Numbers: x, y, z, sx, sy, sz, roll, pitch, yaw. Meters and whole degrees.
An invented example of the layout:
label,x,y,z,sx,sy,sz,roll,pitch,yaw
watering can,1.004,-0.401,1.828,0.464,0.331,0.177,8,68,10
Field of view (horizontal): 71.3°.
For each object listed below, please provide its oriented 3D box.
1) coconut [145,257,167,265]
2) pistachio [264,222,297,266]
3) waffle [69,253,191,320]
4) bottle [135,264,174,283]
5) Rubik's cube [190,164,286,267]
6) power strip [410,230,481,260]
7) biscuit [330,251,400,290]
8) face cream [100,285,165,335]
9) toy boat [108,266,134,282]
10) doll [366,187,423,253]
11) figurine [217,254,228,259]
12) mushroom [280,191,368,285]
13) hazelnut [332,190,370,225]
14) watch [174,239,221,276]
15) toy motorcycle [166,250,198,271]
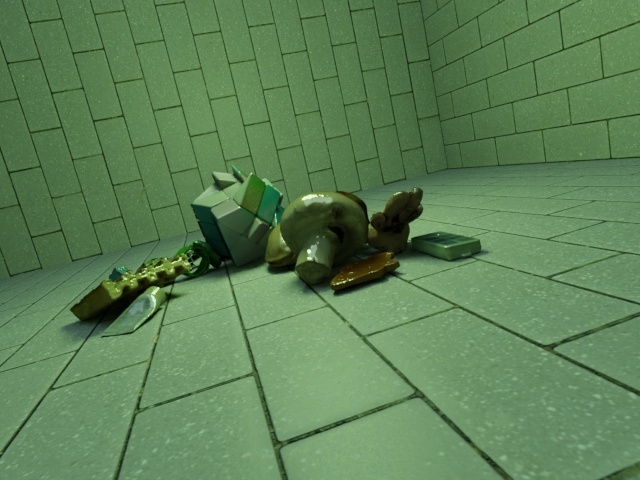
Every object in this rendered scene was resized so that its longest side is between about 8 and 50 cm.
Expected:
label,x,y,z,sx,sy,sz,roll,pitch,yaw
coconut,-0.833,0.118,2.267,0.158,0.055,0.133,-3,15,36
pistachio,-0.129,0.019,1.705,0.213,0.163,0.260,-30,13,34
waffle,-0.660,0.162,1.571,0.304,0.077,0.348,-29,-2,40
bottle,-0.700,0.147,1.888,0.254,0.079,0.096,-3,28,42
Rubik's cube,-0.327,-0.112,1.890,0.368,0.387,0.358,-28,44,-19
power strip,0.386,0.011,1.401,0.118,0.046,0.270,-15,10,-12
biscuit,0.129,0.090,1.302,0.183,0.043,0.280,-8,16,44
face cream,-0.569,0.228,1.386,0.114,0.070,0.224,-10,23,16
toy boat,-0.819,0.166,1.890,0.098,0.109,0.238,5,-1,-42
doll,0.256,-0.049,1.480,0.201,0.156,0.303,-10,-23,-17
figurine,-0.463,0.001,2.200,0.168,0.187,0.315,-11,18,-17
mushroom,0.016,0.000,1.412,0.293,0.292,0.290,-11,41,9
hazelnut,0.075,-0.073,1.654,0.217,0.251,0.217,-14,54,20
watch,-0.514,0.091,1.871,0.131,0.165,0.152,-1,40,43
toy motorcycle,-0.636,0.094,2.032,0.130,0.094,0.229,0,28,44
